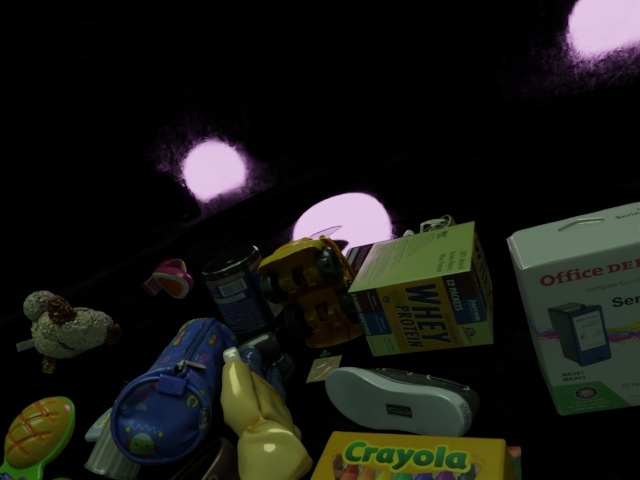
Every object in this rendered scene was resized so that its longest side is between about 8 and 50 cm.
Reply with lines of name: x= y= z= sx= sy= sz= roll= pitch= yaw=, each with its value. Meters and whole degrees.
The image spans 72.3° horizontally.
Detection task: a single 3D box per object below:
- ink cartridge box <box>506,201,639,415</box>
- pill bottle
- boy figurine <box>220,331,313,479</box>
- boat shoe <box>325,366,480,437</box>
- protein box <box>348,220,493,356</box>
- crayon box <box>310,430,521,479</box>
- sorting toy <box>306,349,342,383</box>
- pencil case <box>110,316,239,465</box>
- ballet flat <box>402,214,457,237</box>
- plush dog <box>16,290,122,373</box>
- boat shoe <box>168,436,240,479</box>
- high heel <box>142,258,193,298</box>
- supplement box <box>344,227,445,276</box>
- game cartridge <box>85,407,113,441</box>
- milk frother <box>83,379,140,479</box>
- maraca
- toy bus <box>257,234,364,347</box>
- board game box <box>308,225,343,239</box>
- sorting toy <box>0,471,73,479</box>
ink cartridge box: x=0.321 y=0.081 z=0.499 sx=0.155 sy=0.212 sz=0.093 roll=-16 pitch=19 yaw=19
pill bottle: x=-0.143 y=0.131 z=0.897 sx=0.123 sy=0.219 sz=0.122 roll=-20 pitch=17 yaw=6
boy figurine: x=-0.077 y=0.225 z=0.601 sx=0.092 sy=0.177 sz=0.285 roll=-33 pitch=13 yaw=-3
boat shoe: x=0.109 y=0.212 z=0.609 sx=0.229 sy=0.080 sz=0.076 roll=-10 pitch=0 yaw=44
protein box: x=0.187 y=0.083 z=0.780 sx=0.201 sy=0.135 sz=0.200 roll=-14 pitch=18 yaw=26
crayon box: x=0.070 y=0.290 z=0.404 sx=0.202 sy=0.081 sz=0.318 roll=-13 pitch=19 yaw=29
sorting toy: x=0.011 y=0.223 z=0.785 sx=0.062 sy=0.012 sz=0.083 roll=-19 pitch=20 yaw=24
pencil case: x=-0.202 y=0.206 z=0.669 sx=0.306 sy=0.120 sz=0.133 roll=-123 pitch=56 yaw=-85
ballet flat: x=0.246 y=-0.006 z=1.086 sx=0.206 sy=0.067 sz=0.073 roll=-27 pitch=22 yaw=-12
plush dog: x=-0.714 y=0.262 z=1.264 sx=0.226 sy=0.262 sz=0.210 roll=-22 pitch=48 yaw=32
boat shoe: x=-0.226 y=0.358 z=0.484 sx=0.342 sy=0.123 sz=0.123 roll=-31 pitch=19 yaw=-26
high heel: x=-0.498 y=0.104 z=1.538 sx=0.377 sy=0.127 sz=0.181 roll=-6 pitch=34 yaw=49
supplement box: x=0.165 y=0.055 z=0.981 sx=0.240 sy=0.073 sz=0.130 roll=-13 pitch=26 yaw=28
game cartridge: x=-0.430 y=0.368 z=0.883 sx=0.056 sy=0.017 sz=0.083 roll=-19 pitch=17 yaw=22
milk frother: x=-0.276 y=0.320 z=0.721 sx=0.143 sy=0.129 sz=0.134 roll=13 pitch=67 yaw=14
maraca: x=-0.544 y=0.387 z=0.835 sx=0.127 sy=0.099 sz=0.185 roll=-6 pitch=45 yaw=14
toy bus: x=-0.002 y=0.065 z=0.867 sx=0.150 sy=0.220 sz=0.211 roll=-21 pitch=28 yaw=21
board game box: x=0.000 y=0.000 z=1.430 sx=0.133 sy=0.033 sz=0.169 roll=-13 pitch=14 yaw=41
sorting toy: x=-0.435 y=0.367 z=0.621 sx=0.366 sy=0.126 sz=0.127 roll=-17 pitch=22 yaw=43
